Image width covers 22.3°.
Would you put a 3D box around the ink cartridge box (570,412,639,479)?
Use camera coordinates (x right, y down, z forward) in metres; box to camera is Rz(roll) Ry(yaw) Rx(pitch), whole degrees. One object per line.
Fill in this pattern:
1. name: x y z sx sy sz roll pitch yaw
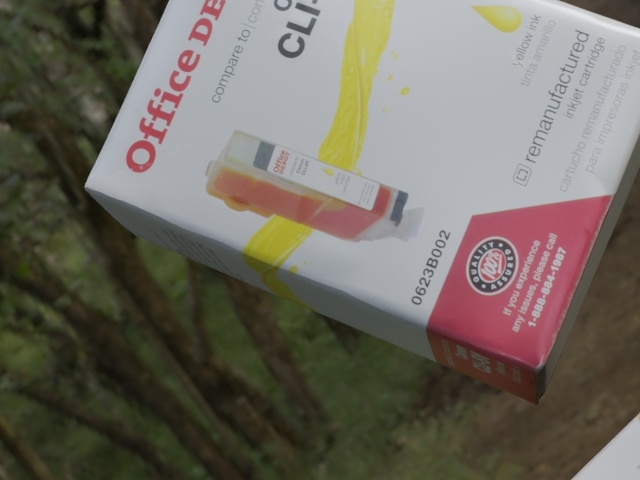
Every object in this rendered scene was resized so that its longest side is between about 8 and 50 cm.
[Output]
1. ink cartridge box: 0.425 0.268 1.702 0.306 0.131 0.226 -41 47 -17

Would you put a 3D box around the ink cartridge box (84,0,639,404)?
1. ink cartridge box: 0.048 -0.077 1.291 0.160 0.385 0.279 57 -124 -75
